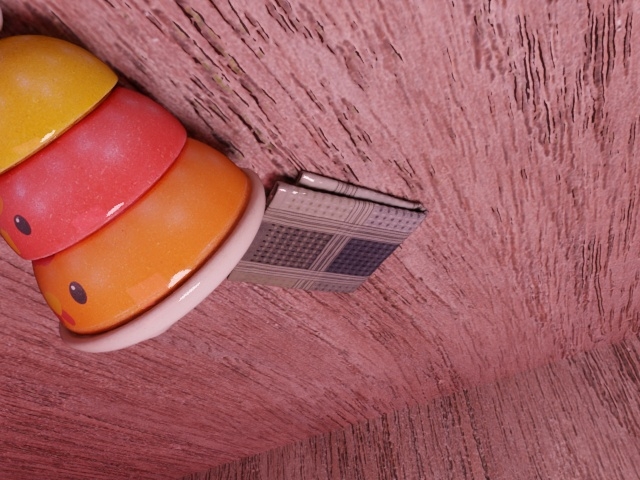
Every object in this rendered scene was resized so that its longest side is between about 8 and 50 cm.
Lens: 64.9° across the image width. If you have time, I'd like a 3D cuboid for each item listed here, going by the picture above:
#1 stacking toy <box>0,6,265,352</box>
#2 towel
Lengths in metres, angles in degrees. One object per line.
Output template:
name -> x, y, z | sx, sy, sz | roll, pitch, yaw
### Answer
stacking toy -> -0.330, -0.124, 0.630 | 0.351, 0.350, 0.479 | -26, 121, 18
towel -> 0.000, 0.000, 1.009 | 0.325, 0.056, 0.312 | 9, 141, -26
